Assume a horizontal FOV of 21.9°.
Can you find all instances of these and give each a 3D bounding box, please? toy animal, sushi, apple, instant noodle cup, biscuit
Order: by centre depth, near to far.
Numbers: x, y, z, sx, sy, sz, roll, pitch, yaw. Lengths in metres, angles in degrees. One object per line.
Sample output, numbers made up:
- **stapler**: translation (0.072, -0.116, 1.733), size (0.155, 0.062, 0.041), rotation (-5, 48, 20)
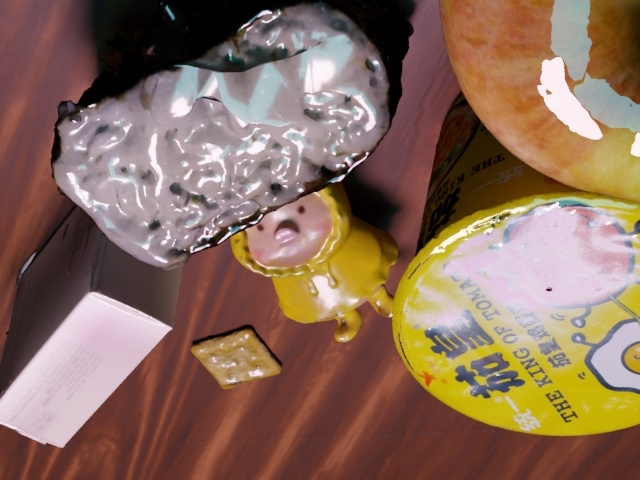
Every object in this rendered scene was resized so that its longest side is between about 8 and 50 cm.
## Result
- **apple**: translation (0.289, -0.223, 1.332), size (0.400, 0.333, 0.400), rotation (5, 116, 11)
- **sushi**: translation (-0.091, -0.140, 1.536), size (0.348, 0.207, 0.234), rotation (-23, 114, 16)
- **instant noodle cup**: translation (0.233, -0.008, 1.586), size (0.325, 0.254, 0.326), rotation (3, 134, 3)
- **toy animal**: translation (-0.005, 0.002, 1.714), size (0.156, 0.156, 0.230), rotation (-20, 119, 24)
- **biscuit**: translation (-0.098, 0.138, 1.935), size (0.083, 0.018, 0.081), rotation (-17, 130, 21)

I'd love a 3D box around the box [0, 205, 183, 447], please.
- **box**: translation (-0.245, 0.065, 1.746), size (0.106, 0.203, 0.252), rotation (26, 131, -20)
